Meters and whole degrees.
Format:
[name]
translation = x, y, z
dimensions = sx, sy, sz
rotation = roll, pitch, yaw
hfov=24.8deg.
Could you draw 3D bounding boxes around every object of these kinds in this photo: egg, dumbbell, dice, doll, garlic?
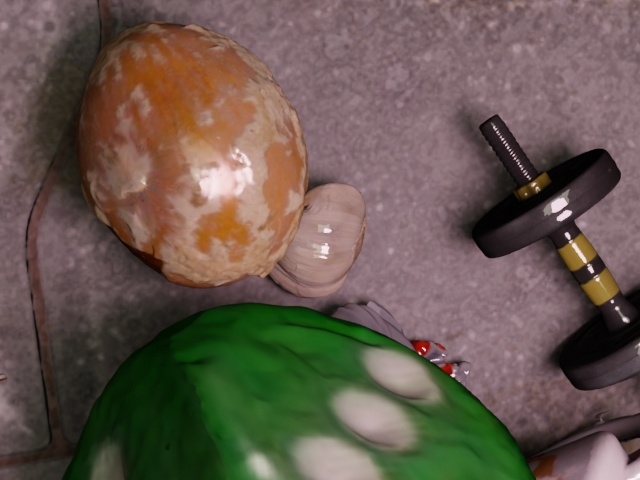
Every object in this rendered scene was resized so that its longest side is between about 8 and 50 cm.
[egg]
translation = -0.109, -0.071, 1.218
dimensions = 0.195, 0.195, 0.233
rotation = -32, 101, -7
[dumbbell]
translation = 0.240, 0.026, 1.305
dimensions = 0.143, 0.143, 0.325
rotation = -36, 97, -7
[dice]
translation = -0.023, 0.242, 1.137
dimensions = 0.297, 0.300, 0.287
rotation = 13, 119, -35
[doll]
translation = 0.060, 0.108, 1.315
dimensions = 0.180, 0.079, 0.094
rotation = 23, 72, -22
[garlic]
translation = -0.003, 0.000, 1.297
dimensions = 0.094, 0.074, 0.113
rotation = 8, 106, -20

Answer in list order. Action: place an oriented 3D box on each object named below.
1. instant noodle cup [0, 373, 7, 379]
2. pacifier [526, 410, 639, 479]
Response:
[instant noodle cup]
translation = -0.366, 0.052, 1.202
dimensions = 0.168, 0.168, 0.185
rotation = -17, 86, -9
[pacifier]
translation = 0.225, 0.276, 1.232
dimensions = 0.332, 0.220, 0.273
rotation = -29, 67, 31
